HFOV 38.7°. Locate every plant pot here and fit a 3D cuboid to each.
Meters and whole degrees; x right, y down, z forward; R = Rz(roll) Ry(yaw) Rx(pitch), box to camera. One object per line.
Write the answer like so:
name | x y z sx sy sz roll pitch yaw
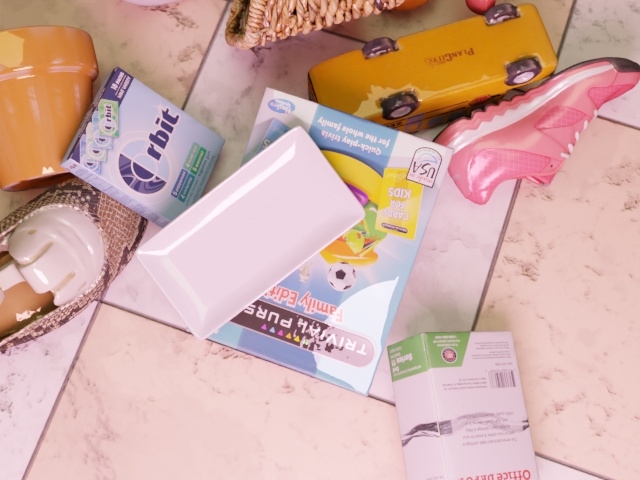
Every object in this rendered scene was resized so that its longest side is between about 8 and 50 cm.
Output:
plant pot | -0.396 -0.172 1.254 0.205 0.205 0.187 -13 89 -4

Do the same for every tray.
tray | -0.088 -0.008 1.151 0.270 0.030 0.145 -37 86 8

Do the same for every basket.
basket | -0.043 -0.390 1.230 0.223 0.299 0.213 -18 107 -5

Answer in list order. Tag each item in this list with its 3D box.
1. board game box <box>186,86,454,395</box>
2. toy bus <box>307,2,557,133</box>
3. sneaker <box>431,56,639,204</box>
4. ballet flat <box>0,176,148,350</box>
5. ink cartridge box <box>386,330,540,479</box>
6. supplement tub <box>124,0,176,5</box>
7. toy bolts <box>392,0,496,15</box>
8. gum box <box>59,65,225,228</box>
board game box | 0.000 0.000 1.195 0.254 0.079 0.335 19 95 6
toy bus | 0.155 -0.227 1.290 0.333 0.130 0.108 -16 73 -5
sneaker | 0.319 -0.150 1.293 0.314 0.116 0.136 -25 85 0
ballet flat | -0.420 0.076 1.175 0.483 0.182 0.164 -35 101 -10
ink cartridge box | 0.180 0.224 1.151 0.153 0.087 0.208 4 70 -32
supplement tub | -0.270 -0.530 1.331 0.228 0.228 0.316 -26 75 -7
toy bolts | 0.178 -0.429 1.293 0.218 0.158 0.228 -35 46 -4
gum box | -0.238 -0.120 1.244 0.184 0.041 0.156 33 61 -27
